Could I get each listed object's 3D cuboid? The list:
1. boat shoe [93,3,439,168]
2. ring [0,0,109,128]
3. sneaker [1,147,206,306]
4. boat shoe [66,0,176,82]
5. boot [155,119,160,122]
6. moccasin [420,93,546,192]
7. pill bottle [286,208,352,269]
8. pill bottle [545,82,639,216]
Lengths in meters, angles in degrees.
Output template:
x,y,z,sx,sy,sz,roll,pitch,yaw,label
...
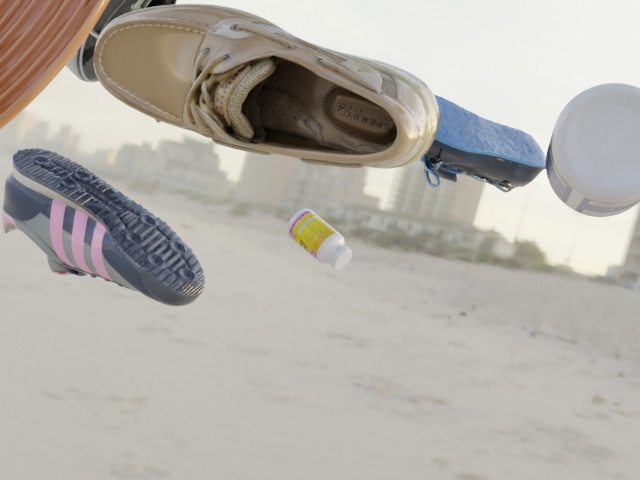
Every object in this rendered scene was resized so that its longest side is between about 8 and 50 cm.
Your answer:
x,y,z,sx,sy,sz,roll,pitch,yaw,label
-0.066,-0.142,1.017,0.341,0.122,0.110,13,15,17,boat shoe
-0.250,-0.168,0.615,0.336,0.337,0.032,16,-18,25,ring
-0.292,0.010,1.494,0.319,0.131,0.112,36,30,17,sneaker
-0.224,-0.269,1.366,0.105,0.113,0.306,46,-41,3,boat shoe
-0.322,-0.314,2.202,0.089,0.236,0.269,13,-27,5,boot
0.226,-0.140,1.860,0.342,0.117,0.138,19,42,-28,moccasin
0.000,0.000,1.399,0.083,0.043,0.043,40,11,27,pill bottle
0.382,-0.112,1.521,0.153,0.153,0.264,16,-3,9,pill bottle
